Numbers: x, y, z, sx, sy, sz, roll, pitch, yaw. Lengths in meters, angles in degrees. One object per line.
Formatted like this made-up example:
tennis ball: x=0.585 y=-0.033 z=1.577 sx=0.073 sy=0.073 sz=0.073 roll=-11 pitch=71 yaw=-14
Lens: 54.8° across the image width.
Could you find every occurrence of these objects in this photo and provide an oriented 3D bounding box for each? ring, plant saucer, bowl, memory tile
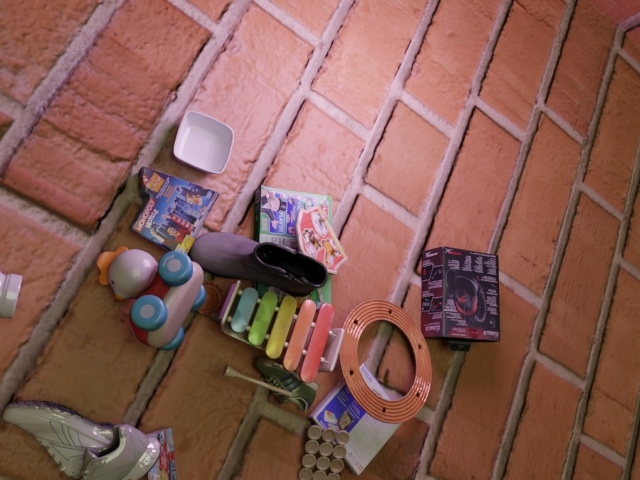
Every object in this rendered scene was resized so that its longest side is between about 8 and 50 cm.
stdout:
ring: x=0.176 y=0.327 z=1.686 sx=0.336 sy=0.032 sz=0.337 roll=17 pitch=61 yaw=-33
plant saucer: x=-0.278 y=0.143 z=1.525 sx=0.083 sy=0.013 sz=0.084 roll=5 pitch=78 yaw=-27
bowl: x=-0.300 y=-0.242 z=1.567 sx=0.142 sy=0.053 sz=0.142 roll=21 pitch=71 yaw=-22
memory tile: x=0.009 y=0.546 z=1.566 sx=0.113 sy=0.012 sz=0.148 roll=13 pitch=91 yaw=-10

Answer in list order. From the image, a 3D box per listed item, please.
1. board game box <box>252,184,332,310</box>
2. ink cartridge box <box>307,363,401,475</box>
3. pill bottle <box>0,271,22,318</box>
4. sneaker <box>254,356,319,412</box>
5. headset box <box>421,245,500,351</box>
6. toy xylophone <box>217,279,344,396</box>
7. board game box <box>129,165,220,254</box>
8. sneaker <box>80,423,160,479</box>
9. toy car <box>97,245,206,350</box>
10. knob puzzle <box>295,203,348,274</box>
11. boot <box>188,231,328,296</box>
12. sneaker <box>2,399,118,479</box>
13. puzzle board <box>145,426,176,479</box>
board game box: x=-0.072 y=0.025 z=1.639 sx=0.213 sy=0.046 sz=0.317 roll=7 pitch=77 yaw=-27
ink cartridge box: x=0.100 y=0.472 z=1.642 sx=0.208 sy=0.045 sz=0.206 roll=-41 pitch=99 yaw=-27
pill bottle: x=-0.739 y=0.089 z=1.214 sx=0.264 sy=0.146 sz=0.146 roll=14 pitch=74 yaw=-25
sneaker: x=-0.092 y=0.368 z=1.549 sx=0.192 sy=0.064 sz=0.086 roll=32 pitch=62 yaw=-23
headset box: x=0.415 y=0.179 z=1.830 sx=0.218 sy=0.110 sz=0.293 roll=8 pitch=76 yaw=-26
toy xylophone: x=-0.104 y=0.242 z=1.493 sx=0.322 sy=0.081 sz=0.236 roll=19 pitch=66 yaw=-20
board game box: x=-0.374 y=-0.081 z=1.491 sx=0.194 sy=0.060 sz=0.194 roll=32 pitch=67 yaw=-18
sneaker: x=-0.454 y=0.483 z=1.243 sx=0.262 sy=0.099 sz=0.121 roll=-51 pitch=117 yaw=-20
toy car: x=-0.407 y=0.108 z=1.390 sx=0.238 sy=0.219 sz=0.210 roll=23 pitch=69 yaw=9
knob puzzle: x=0.000 y=0.000 z=1.583 sx=0.213 sy=0.030 sz=0.213 roll=38 pitch=38 yaw=-38
boot: x=-0.151 y=0.038 z=1.454 sx=0.338 sy=0.223 sz=0.118 roll=13 pitch=78 yaw=-3
sneaker: x=-0.522 y=0.423 z=1.289 sx=0.297 sy=0.111 sz=0.129 roll=30 pitch=72 yaw=-19
puzzle board: x=-0.355 y=0.491 z=1.382 sx=0.096 sy=0.011 sz=0.128 roll=15 pitch=67 yaw=-68
